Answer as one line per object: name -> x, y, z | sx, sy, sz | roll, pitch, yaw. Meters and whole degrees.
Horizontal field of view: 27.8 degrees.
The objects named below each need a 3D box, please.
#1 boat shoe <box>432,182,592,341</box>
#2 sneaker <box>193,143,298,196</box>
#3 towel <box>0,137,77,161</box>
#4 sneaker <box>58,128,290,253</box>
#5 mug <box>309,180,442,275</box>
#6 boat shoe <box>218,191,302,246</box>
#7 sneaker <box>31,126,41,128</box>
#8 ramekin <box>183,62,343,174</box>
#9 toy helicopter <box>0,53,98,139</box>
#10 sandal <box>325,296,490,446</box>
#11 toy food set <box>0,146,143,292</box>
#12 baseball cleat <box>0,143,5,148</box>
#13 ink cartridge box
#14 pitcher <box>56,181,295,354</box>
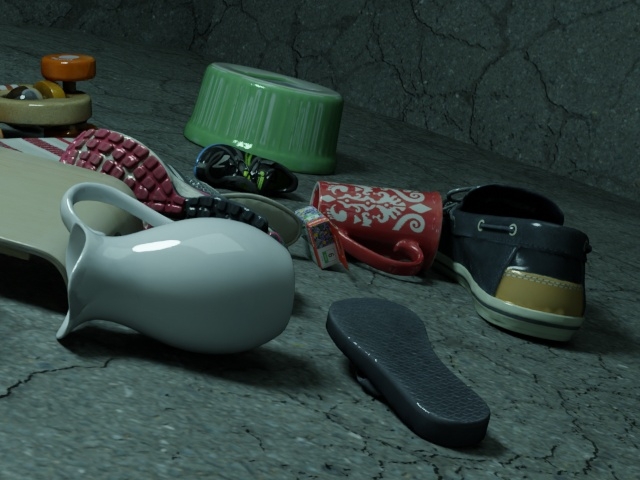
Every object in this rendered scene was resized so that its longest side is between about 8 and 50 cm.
boat shoe -> 0.255, -0.002, 1.777 | 0.187, 0.156, 0.500 | 11, 11, -8
sneaker -> -0.115, -0.110, 2.045 | 0.188, 0.067, 0.078 | 10, 6, -36
towel -> -0.335, -0.088, 1.758 | 0.237, 0.037, 0.329 | 23, 16, 29
sneaker -> -0.171, -0.022, 1.463 | 0.299, 0.121, 0.112 | 31, -1, 14
mug -> 0.074, -0.023, 1.760 | 0.169, 0.113, 0.150 | 9, 7, -9
boat shoe -> -0.126, -0.035, 1.660 | 0.206, 0.075, 0.065 | 7, 16, -13
sneaker -> -0.497, -0.217, 2.136 | 0.070, 0.051, 0.134 | 6, 17, -42
ramekin -> -0.100, -0.239, 2.477 | 0.303, 0.148, 0.303 | 14, 11, -3
toy helicopter -> -0.521, -0.205, 1.953 | 0.355, 0.140, 0.235 | 7, 18, 16
sandal -> 0.070, 0.125, 1.221 | 0.097, 0.054, 0.254 | 2, 25, -21
toy food set -> -0.352, -0.017, 1.314 | 0.306, 0.092, 0.220 | 14, 23, 4
baseball cleat -> -0.355, -0.058, 1.540 | 0.109, 0.072, 0.206 | 14, 19, -36
ink cartridge box -> 0.000, 0.000, 1.665 | 0.029, 0.063, 0.115 | -20, 21, -12
pitcher -> -0.137, 0.019, 1.193 | 0.207, 0.125, 0.178 | 5, 48, -19
